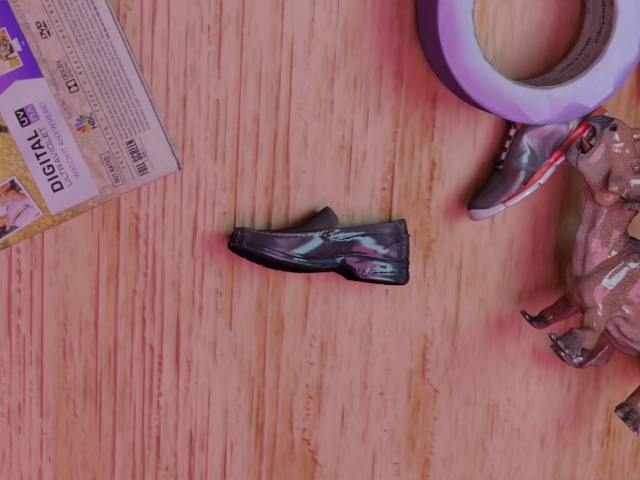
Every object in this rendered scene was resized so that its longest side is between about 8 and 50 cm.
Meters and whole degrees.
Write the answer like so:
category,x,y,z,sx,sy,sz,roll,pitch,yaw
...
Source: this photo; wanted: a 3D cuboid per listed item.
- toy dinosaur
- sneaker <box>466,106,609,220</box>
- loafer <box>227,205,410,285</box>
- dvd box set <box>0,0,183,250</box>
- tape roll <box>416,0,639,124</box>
category,x,y,z,sx,sy,sz,roll,pitch,yaw
toy dinosaur,0.298,0.045,1.741,0.200,0.127,0.295,-43,130,1
sneaker,0.183,-0.082,1.733,0.158,0.061,0.065,-41,94,-4
loafer,0.000,0.000,1.706,0.170,0.062,0.061,9,84,-22
dvd box set,-0.354,-0.100,1.499,0.420,0.062,0.307,-25,123,-4
tape roll,0.182,-0.196,1.651,0.189,0.080,0.189,-2,100,-10
